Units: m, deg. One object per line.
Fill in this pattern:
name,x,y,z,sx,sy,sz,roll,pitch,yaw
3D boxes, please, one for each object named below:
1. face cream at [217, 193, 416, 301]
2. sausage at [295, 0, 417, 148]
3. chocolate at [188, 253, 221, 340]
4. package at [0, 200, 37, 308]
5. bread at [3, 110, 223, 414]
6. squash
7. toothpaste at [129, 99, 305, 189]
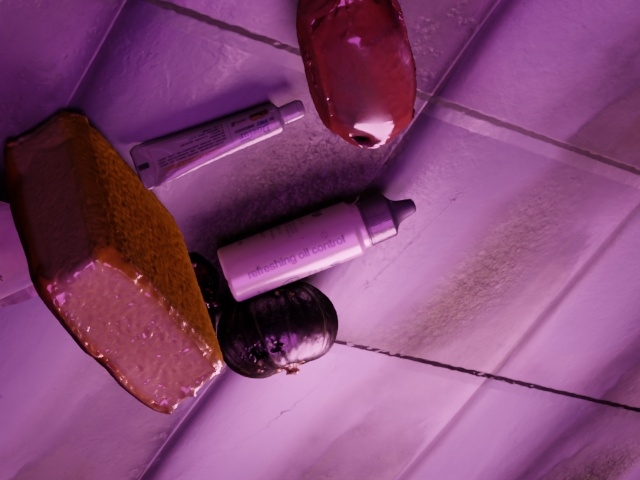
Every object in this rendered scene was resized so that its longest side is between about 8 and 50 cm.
face cream,0.000,0.000,2.286,0.311,0.092,0.092,-21,137,-2
sausage,0.053,-0.247,2.016,0.152,0.152,0.279,-20,136,-2
chocolate,-0.208,0.118,2.293,0.156,0.133,0.156,-13,137,-12
package,-0.478,0.020,2.109,0.204,0.062,0.251,-21,146,12
bread,-0.284,0.027,2.032,0.143,0.333,0.323,-31,133,8
squash,-0.069,0.141,2.353,0.193,0.156,0.193,-32,158,-14
toothpaste,-0.143,-0.146,2.114,0.255,0.067,0.037,-21,179,-4
